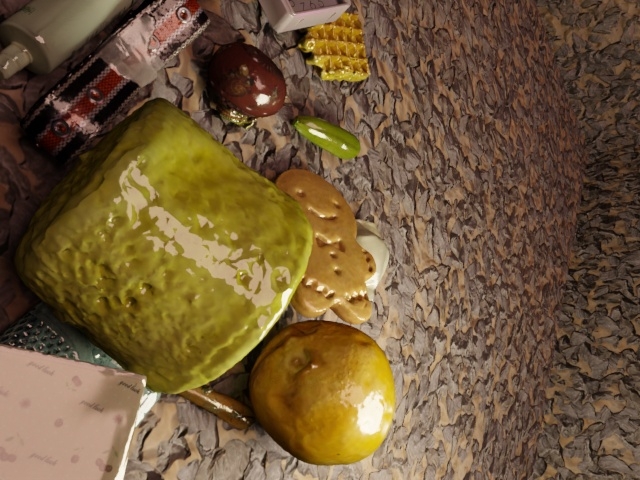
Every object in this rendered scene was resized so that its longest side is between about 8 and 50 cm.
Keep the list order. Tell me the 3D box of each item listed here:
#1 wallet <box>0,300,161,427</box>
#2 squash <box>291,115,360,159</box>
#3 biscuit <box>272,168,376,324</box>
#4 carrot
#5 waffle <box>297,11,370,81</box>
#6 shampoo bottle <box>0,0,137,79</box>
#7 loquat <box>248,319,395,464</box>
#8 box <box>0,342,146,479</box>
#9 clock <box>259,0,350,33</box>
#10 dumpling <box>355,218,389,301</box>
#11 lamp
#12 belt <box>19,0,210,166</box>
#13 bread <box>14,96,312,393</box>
[{"bbox_3d":[-0.389,0.256,0.703,0.237,0.075,0.342,58,48,-24],"label":"wallet"},{"bbox_3d":[0.015,-0.238,1.226,0.201,0.066,0.066,16,74,-40],"label":"squash"},{"bbox_3d":[0.001,-0.001,1.076,0.275,0.052,0.355,18,48,-33],"label":"biscuit"},{"bbox_3d":[-0.207,0.274,0.935,0.254,0.049,0.049,40,58,-35],"label":"carrot"},{"bbox_3d":[0.027,-0.458,1.262,0.210,0.055,0.161,-20,100,-48],"label":"waffle"},{"bbox_3d":[-0.369,-0.317,0.767,0.085,0.085,0.262,53,51,-32],"label":"shampoo bottle"},{"bbox_3d":[0.005,0.297,1.018,0.276,0.275,0.284,-49,142,-40],"label":"loquat"},{"bbox_3d":[-0.350,0.269,0.557,0.225,0.190,0.297,26,64,-38],"label":"box"},{"bbox_3d":[-0.042,-0.536,1.139,0.197,0.063,0.150,-29,94,-38],"label":"clock"},{"bbox_3d":[0.081,0.032,1.246,0.166,0.126,0.216,29,72,-14],"label":"dumpling"},{"bbox_3d":[-0.143,-0.288,1.000,0.157,0.135,0.156,43,20,-7],"label":"lamp"},{"bbox_3d":[-0.303,-0.265,0.811,0.094,0.126,0.360,48,54,-33],"label":"belt"},{"bbox_3d":[-0.210,0.004,0.730,0.308,0.348,0.348,47,54,-32],"label":"bread"}]
